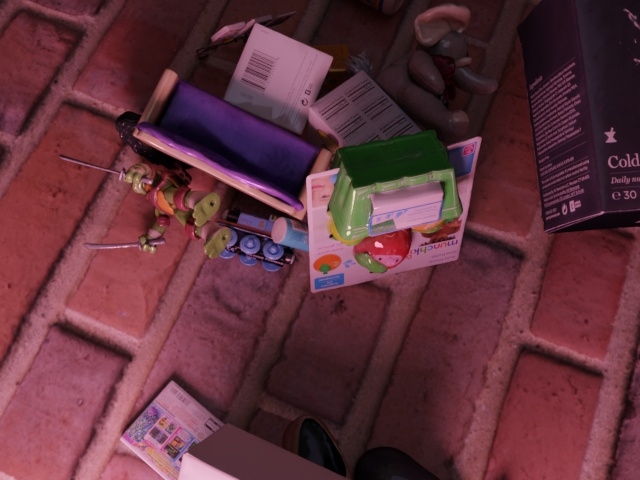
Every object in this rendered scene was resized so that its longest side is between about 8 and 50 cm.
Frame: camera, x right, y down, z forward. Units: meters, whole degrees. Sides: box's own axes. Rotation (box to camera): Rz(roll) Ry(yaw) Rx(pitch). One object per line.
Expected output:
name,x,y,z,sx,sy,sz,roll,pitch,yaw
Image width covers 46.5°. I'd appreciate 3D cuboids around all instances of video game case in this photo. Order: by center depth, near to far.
video game case,-0.269,0.366,1.397,0.157,0.019,0.143,38,70,10

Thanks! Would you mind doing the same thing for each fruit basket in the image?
fruit basket,0.136,-0.029,1.411,0.327,0.353,0.165,-12,46,-9

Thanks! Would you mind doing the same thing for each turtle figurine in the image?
turtle figurine,-0.326,-0.049,1.453,0.266,0.275,0.197,22,109,33

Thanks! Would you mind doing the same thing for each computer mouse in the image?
computer mouse,0.187,0.474,1.357,0.272,0.072,0.188,33,70,9

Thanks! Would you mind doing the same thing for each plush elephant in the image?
plush elephant,0.245,-0.337,1.584,0.255,0.272,0.330,-37,72,-13

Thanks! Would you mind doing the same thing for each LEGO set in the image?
LEGO set,-0.188,-0.463,1.644,0.183,0.244,0.060,-25,98,-31

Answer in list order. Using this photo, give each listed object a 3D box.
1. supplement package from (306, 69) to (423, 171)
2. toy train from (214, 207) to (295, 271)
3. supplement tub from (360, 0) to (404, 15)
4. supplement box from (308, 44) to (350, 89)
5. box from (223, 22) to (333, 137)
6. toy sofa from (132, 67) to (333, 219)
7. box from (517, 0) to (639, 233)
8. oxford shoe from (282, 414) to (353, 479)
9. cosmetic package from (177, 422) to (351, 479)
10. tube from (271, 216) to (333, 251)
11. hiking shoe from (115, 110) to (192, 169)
supplement package,0.090,-0.200,1.559,0.149,0.194,0.203,-37,74,-16
toy train,-0.135,-0.006,1.529,0.184,0.080,0.105,16,60,2
supplement tub,0.115,-0.640,1.769,0.200,0.144,0.144,30,69,9
supplement box,-0.050,-0.389,1.690,0.234,0.078,0.080,-5,68,-6
box,-0.091,-0.332,1.581,0.182,0.119,0.180,23,90,-5
toy sofa,-0.167,-0.184,1.450,0.363,0.177,0.150,26,87,-6
box,0.702,-0.279,1.526,0.480,0.297,0.471,-5,83,-6
oxford shoe,0.020,0.474,1.312,0.123,0.130,0.348,-23,72,-14
cosmetic package,-0.055,0.473,1.214,0.366,0.155,0.196,21,105,19
tube,0.000,0.000,1.511,0.207,0.052,0.080,15,68,-35
hiking shoe,-0.281,-0.224,1.600,0.304,0.113,0.132,17,60,-8
